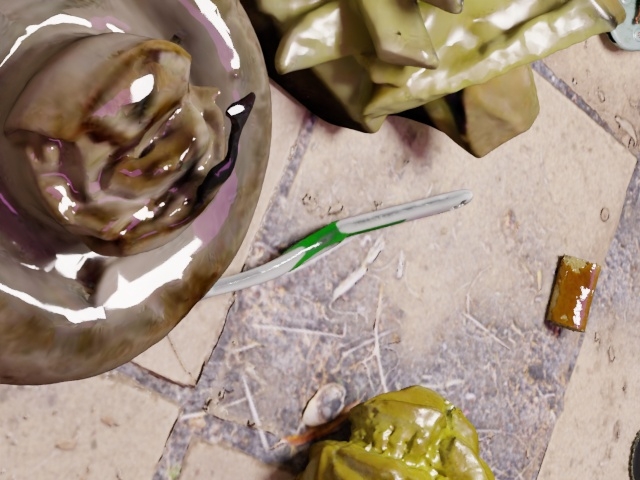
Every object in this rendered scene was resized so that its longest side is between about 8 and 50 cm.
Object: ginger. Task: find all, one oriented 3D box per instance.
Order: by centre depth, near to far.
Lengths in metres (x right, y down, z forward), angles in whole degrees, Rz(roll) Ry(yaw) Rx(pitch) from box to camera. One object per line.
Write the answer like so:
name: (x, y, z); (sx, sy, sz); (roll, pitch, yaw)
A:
ginger: (0.093, -0.278, 1.223); (0.413, 0.211, 0.358); (29, 73, -40)

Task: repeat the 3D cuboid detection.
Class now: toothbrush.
toothbrush: (0.002, 0.005, 1.282); (0.418, 0.042, 0.040); (-15, 73, -40)

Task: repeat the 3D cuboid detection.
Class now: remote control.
remote control: (0.423, -0.288, 1.630); (0.256, 0.045, 0.097); (-20, 93, -36)

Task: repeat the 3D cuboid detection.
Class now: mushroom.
mushroom: (-0.178, -0.076, 0.935); (0.362, 0.295, 0.362); (-8, 102, -41)

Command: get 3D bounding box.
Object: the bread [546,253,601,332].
bread: (0.289, 0.061, 1.552); (0.036, 0.047, 0.083); (32, 73, -72)

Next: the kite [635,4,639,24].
kite: (0.394, -0.334, 1.591); (0.159, 0.010, 0.190); (12, 73, -25)

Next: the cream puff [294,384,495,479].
cream puff: (0.066, 0.241, 1.286); (0.194, 0.195, 0.221); (50, 59, -34)

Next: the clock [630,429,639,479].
clock: (0.413, 0.274, 1.711); (0.074, 0.010, 0.083); (6, 91, -43)
